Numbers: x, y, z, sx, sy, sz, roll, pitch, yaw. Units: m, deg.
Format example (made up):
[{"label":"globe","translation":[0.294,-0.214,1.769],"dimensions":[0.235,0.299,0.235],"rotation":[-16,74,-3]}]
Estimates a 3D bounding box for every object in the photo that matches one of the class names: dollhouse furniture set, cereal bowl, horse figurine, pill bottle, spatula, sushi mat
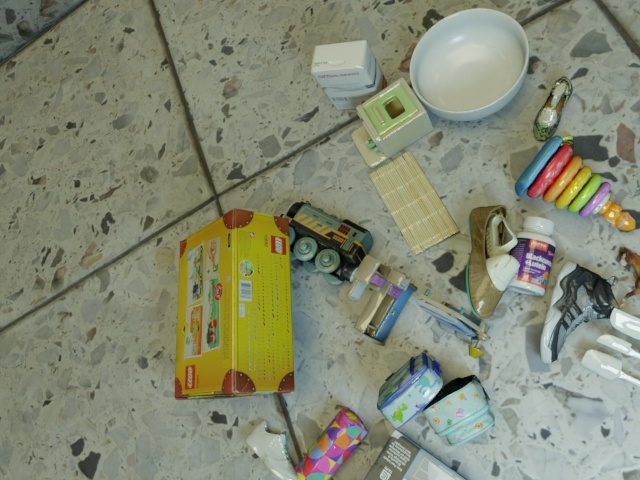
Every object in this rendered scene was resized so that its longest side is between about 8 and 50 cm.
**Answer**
[{"label":"dollhouse furniture set","translation":[0.245,0.220,1.336],"dimensions":[0.303,0.286,0.198],"rotation":[28,87,38]},{"label":"cereal bowl","translation":[0.444,-0.502,1.540],"dimensions":[0.339,0.141,0.339],"rotation":[-6,73,22]},{"label":"horse figurine","translation":[0.833,0.122,1.218],"dimensions":[0.263,0.066,0.174],"rotation":[17,44,29]},{"label":"pill bottle","translation":[0.553,0.040,1.357],"dimensions":[0.108,0.108,0.193],"rotation":[13,81,25]},{"label":"spatula","translation":[0.767,0.283,1.213],"dimensions":[0.242,0.019,0.168],"rotation":[26,104,15]},{"label":"sushi mat","translation":[0.278,-0.119,1.569],"dimensions":[0.151,0.019,0.316],"rotation":[-32,66,13]}]

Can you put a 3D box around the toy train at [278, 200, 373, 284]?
[{"label":"toy train","translation":[0.000,0.000,1.595],"dimensions":[0.334,0.142,0.190],"rotation":[28,75,29]}]

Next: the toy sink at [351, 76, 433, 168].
[{"label":"toy sink","translation":[0.203,-0.362,1.607],"dimensions":[0.234,0.131,0.152],"rotation":[-31,65,13]}]

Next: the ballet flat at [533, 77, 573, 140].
[{"label":"ballet flat","translation":[0.653,-0.376,1.460],"dimensions":[0.070,0.070,0.188],"rotation":[21,84,26]}]

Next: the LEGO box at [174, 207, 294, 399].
[{"label":"LEGO box","translation":[-0.263,0.203,1.524],"dimensions":[0.372,0.193,0.500],"rotation":[-22,64,48]}]

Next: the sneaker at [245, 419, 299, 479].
[{"label":"sneaker","translation":[-0.123,0.612,1.502],"dimensions":[0.212,0.080,0.094],"rotation":[36,79,28]}]

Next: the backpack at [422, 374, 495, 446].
[{"label":"backpack","translation":[0.345,0.424,1.291],"dimensions":[0.166,0.188,0.144],"rotation":[-32,65,11]}]

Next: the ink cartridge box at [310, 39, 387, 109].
[{"label":"ink cartridge box","translation":[0.095,-0.516,1.636],"dimensions":[0.172,0.237,0.100],"rotation":[2,76,23]}]

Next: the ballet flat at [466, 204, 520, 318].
[{"label":"ballet flat","translation":[0.453,0.036,1.345],"dimensions":[0.124,0.116,0.342],"rotation":[-27,36,41]}]

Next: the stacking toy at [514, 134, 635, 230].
[{"label":"stacking toy","translation":[0.680,-0.123,1.342],"dimensions":[0.302,0.175,0.165],"rotation":[37,94,16]}]

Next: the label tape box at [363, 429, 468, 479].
[{"label":"label tape box","translation":[0.204,0.689,1.288],"dimensions":[0.241,0.106,0.333],"rotation":[29,77,27]}]

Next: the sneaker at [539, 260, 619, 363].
[{"label":"sneaker","translation":[0.643,0.191,1.280],"dimensions":[0.153,0.101,0.268],"rotation":[16,82,25]}]

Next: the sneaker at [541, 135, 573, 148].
[{"label":"sneaker","translation":[0.663,-0.264,1.441],"dimensions":[0.083,0.031,0.035],"rotation":[-16,70,18]}]

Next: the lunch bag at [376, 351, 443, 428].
[{"label":"lunch bag","translation":[0.233,0.377,1.333],"dimensions":[0.176,0.219,0.090],"rotation":[-43,82,9]}]

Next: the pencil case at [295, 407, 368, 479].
[{"label":"pencil case","translation":[0.031,0.580,1.432],"dimensions":[0.104,0.104,0.236],"rotation":[40,94,27]}]
